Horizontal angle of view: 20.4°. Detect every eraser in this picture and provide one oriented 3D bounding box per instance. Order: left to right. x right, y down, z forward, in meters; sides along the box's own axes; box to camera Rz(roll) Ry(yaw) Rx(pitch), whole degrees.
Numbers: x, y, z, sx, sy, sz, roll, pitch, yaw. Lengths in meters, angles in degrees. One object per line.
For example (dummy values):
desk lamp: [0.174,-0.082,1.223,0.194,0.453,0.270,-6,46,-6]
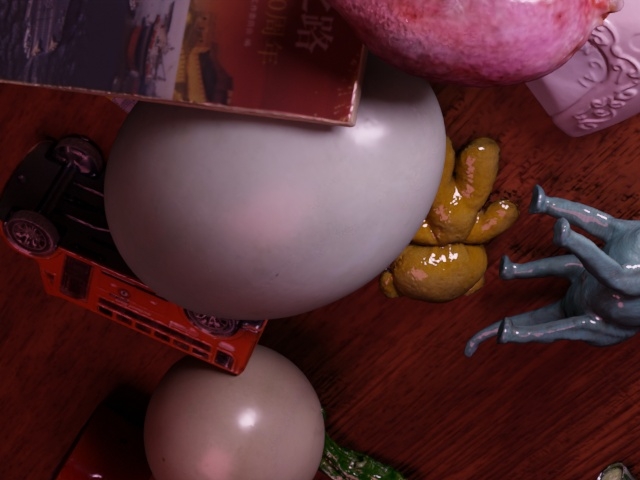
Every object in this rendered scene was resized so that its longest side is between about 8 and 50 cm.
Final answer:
eraser: [0.264,-0.186,1.581,0.243,0.059,0.204,-13,127,44]

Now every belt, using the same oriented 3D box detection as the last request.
belt: [-0.311,0.343,2.367,0.115,0.227,0.324,33,154,-4]

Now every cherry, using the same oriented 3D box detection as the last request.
cherry: [0.118,-0.218,1.471,0.249,0.192,0.175,-10,174,-18]

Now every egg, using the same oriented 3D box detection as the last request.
egg: [-0.103,0.229,2.120,0.219,0.219,0.269,29,172,-4]
egg: [-0.048,-0.064,1.719,0.276,0.276,0.389,44,137,-21]

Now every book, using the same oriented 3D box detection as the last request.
book: [-0.121,-0.251,1.599,0.374,0.263,0.028,8,175,22]

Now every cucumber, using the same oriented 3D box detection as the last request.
cucumber: [0.364,0.310,2.095,0.048,0.048,0.105,-15,126,39]

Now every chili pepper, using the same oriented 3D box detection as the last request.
chili pepper: [0.040,0.278,2.239,0.182,0.050,0.073,38,147,-10]

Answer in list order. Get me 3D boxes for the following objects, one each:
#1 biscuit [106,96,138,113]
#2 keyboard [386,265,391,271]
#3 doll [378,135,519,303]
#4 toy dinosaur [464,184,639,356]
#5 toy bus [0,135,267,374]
biscuit: [-0.116,-0.089,1.928,0.292,0.026,0.048,36,137,-13]
keyboard: [0.000,-0.001,1.946,0.176,0.014,0.055,13,136,-3]
doll: [0.128,-0.028,1.834,0.137,0.097,0.209,0,127,-17]
toy dinosaur: [0.354,0.060,1.798,0.330,0.129,0.383,12,149,-6]
toy bus: [-0.205,0.019,2.008,0.329,0.143,0.153,23,141,1]
